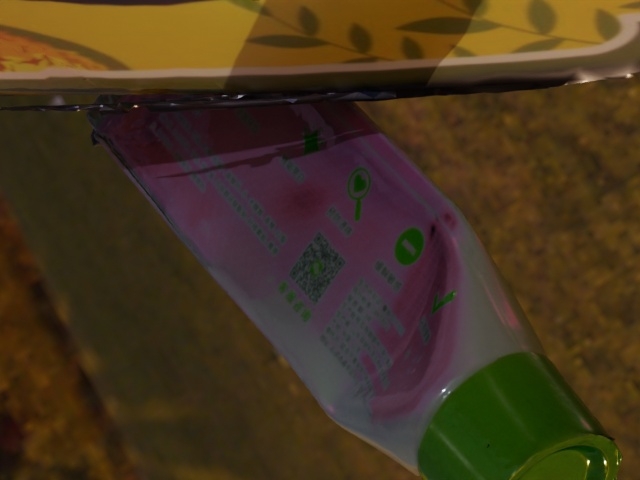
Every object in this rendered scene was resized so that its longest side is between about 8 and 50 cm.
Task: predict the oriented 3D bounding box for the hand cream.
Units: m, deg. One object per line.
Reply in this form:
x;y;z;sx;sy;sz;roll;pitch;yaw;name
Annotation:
-0.001;0.000;0.657;0.275;0.079;0.050;48;173;42;hand cream

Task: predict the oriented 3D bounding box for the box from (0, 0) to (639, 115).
-0.086;-0.183;0.487;0.420;0.373;0.138;60;-149;-63;box
